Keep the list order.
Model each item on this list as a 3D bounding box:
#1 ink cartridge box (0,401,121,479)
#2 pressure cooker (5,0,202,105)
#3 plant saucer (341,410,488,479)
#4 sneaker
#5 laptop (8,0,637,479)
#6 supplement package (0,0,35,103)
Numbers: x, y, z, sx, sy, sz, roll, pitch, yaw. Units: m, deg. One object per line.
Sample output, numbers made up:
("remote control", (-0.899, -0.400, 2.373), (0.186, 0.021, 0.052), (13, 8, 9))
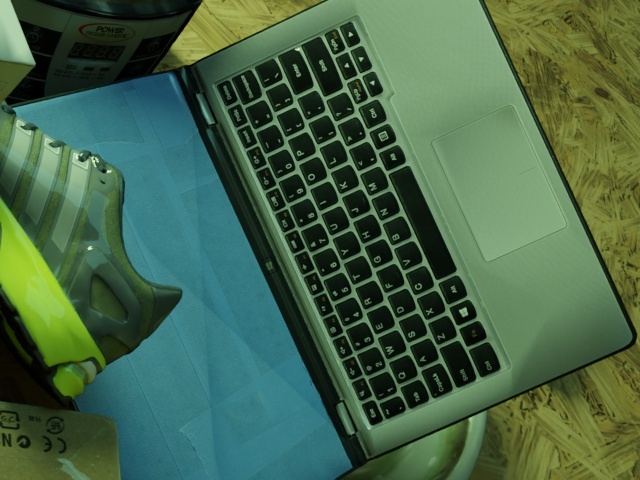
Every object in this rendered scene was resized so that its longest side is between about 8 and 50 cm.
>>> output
("ink cartridge box", (-0.278, 0.182, 0.900), (0.235, 0.193, 0.088), (12, 49, -32))
("pressure cooker", (-0.278, -0.307, 1.217), (0.375, 0.420, 0.370), (32, 36, -13))
("plant saucer", (-0.006, 0.087, 1.277), (0.400, 0.100, 0.400), (27, 48, -34))
("sneaker", (-0.207, -0.039, 0.937), (0.121, 0.111, 0.300), (-28, 89, -24))
("laptop", (0.000, 0.000, 1.067), (0.236, 0.408, 0.382), (-16, 81, -84))
("supplement package", (-0.345, -0.114, 0.801), (0.198, 0.263, 0.199), (2, 57, -49))
